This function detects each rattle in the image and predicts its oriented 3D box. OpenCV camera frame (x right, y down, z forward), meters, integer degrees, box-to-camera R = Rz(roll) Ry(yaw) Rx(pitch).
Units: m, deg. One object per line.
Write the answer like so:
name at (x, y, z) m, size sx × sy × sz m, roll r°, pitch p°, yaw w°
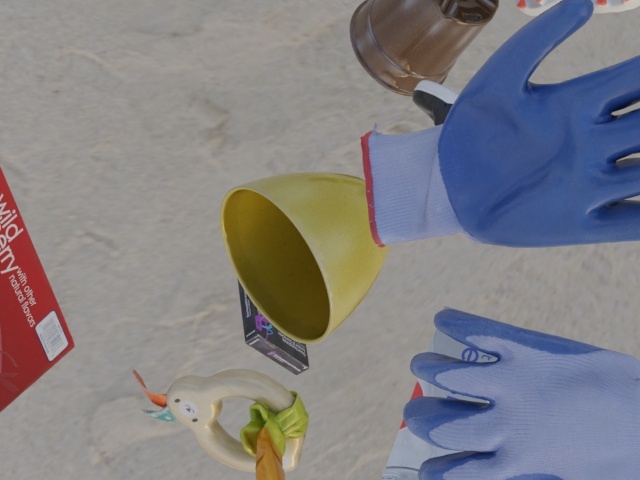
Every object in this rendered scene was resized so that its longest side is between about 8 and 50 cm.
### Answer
rattle at (-0.121, 0.204, 1.141) m, size 0.200 × 0.142 × 0.130 m, roll 15°, pitch 139°, yaw 6°

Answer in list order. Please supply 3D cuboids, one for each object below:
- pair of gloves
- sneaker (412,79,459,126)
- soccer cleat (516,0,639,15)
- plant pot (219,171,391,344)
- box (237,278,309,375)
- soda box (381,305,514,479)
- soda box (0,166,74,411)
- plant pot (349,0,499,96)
pair of gloves at (0.083, 0.016, 0.406) m, size 0.159 × 0.023 × 0.198 m, roll -8°, pitch 89°, yaw 44°
sneaker at (0.172, -0.100, 1.391) m, size 0.217 × 0.079 × 0.121 m, roll 39°, pitch 89°, yaw 23°
soccer cleat at (0.334, -0.311, 1.397) m, size 0.196 × 0.076 × 0.068 m, roll 5°, pitch 91°, yaw 46°
plant pot at (0.000, 0.000, 0.872) m, size 0.134 × 0.095 × 0.134 m, roll 37°, pitch 143°, yaw 35°
box at (-0.071, 0.105, 1.623) m, size 0.029 × 0.162 × 0.116 m, roll -34°, pitch 132°, yaw 22°
soda box at (0.158, 0.234, 1.400) m, size 0.098 × 0.091 × 0.286 m, roll 15°, pitch 70°, yaw 21°
soda box at (-0.208, -0.028, 0.528) m, size 0.092 × 0.083 × 0.263 m, roll 24°, pitch 141°, yaw 32°
plant pot at (0.152, -0.311, 1.559) m, size 0.167 × 0.167 × 0.165 m, roll 55°, pitch 144°, yaw 2°
